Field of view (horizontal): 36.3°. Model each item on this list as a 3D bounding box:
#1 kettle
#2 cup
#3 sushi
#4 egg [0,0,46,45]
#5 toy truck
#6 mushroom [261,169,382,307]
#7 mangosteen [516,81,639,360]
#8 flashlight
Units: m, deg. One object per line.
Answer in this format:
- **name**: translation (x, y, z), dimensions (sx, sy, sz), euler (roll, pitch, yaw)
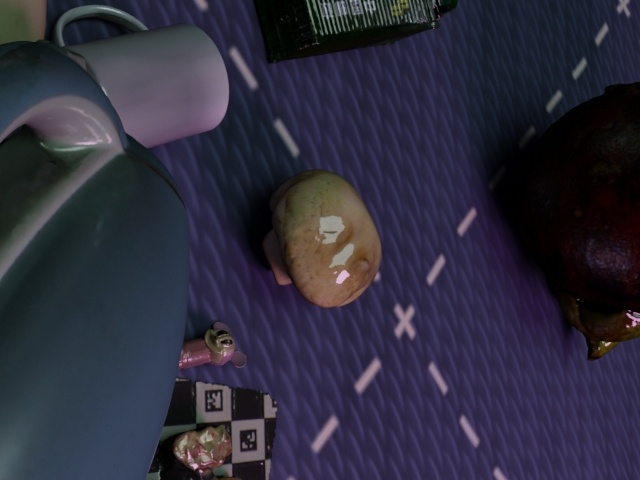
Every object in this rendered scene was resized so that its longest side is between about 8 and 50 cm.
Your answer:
- **kettle**: translation (-0.206, 0.045, 0.636), dimensions (0.319, 0.247, 0.342), euler (92, 17, -58)
- **cup**: translation (-0.170, -0.135, 0.840), dimensions (0.133, 0.136, 0.099), euler (-25, 134, -41)
- **sushi**: translation (-0.107, 0.229, 0.865), dimensions (0.192, 0.040, 0.210), euler (17, 73, -40)
- **egg**: translation (-0.283, -0.183, 0.664), dimensions (0.188, 0.188, 0.254), euler (-35, 116, -40)
- **toy truck**: translation (0.049, -0.273, 1.052), dimensions (0.259, 0.088, 0.121), euler (-19, 96, -41)
- **mushroom**: translation (0.000, 0.000, 0.948), dimensions (0.112, 0.148, 0.148), euler (-23, 102, -2)
- **mangosteen**: translation (0.398, -0.015, 1.195), dimensions (0.306, 0.306, 0.360), euler (-18, 107, -43)
- **flashlight**: translation (-0.117, 0.100, 0.878), dimensions (0.110, 0.031, 0.052), euler (-9, 58, -42)
